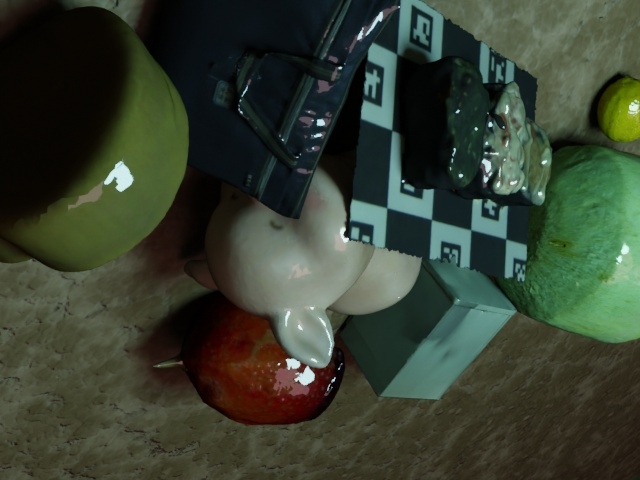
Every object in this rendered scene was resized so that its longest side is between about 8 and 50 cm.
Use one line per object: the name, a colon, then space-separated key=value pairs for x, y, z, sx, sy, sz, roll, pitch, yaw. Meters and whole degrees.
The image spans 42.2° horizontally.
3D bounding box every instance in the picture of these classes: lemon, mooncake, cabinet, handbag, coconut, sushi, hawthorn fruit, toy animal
lemon: x=0.459 y=-0.192 z=1.249 sx=0.082 sy=0.082 sz=0.111 roll=-23 pitch=135 yaw=-17
mooncake: x=-0.218 y=-0.086 z=0.713 sx=0.234 sy=0.235 sz=0.117 roll=-38 pitch=140 yaw=2
cabinet: x=0.161 y=0.125 z=1.293 sx=0.145 sy=0.150 sz=0.206 roll=12 pitch=122 yaw=-41
handbag: x=-0.065 y=-0.161 z=0.785 sx=0.254 sy=0.211 sz=0.089 roll=-65 pitch=175 yaw=31
coconut: x=0.437 y=0.009 z=1.282 sx=0.328 sy=0.281 sz=0.329 roll=-5 pitch=104 yaw=-22
sushi: x=0.201 y=-0.114 z=0.964 sx=0.373 sy=0.099 sz=0.297 roll=15 pitch=77 yaw=-46
hawthorn fruit: x=-0.097 y=0.157 z=1.112 sx=0.251 sy=0.190 sz=0.190 roll=-1 pitch=134 yaw=-12
toy animal: x=0.000 y=0.000 z=0.998 sx=0.269 sy=0.237 sz=0.326 roll=-52 pitch=145 yaw=-10
